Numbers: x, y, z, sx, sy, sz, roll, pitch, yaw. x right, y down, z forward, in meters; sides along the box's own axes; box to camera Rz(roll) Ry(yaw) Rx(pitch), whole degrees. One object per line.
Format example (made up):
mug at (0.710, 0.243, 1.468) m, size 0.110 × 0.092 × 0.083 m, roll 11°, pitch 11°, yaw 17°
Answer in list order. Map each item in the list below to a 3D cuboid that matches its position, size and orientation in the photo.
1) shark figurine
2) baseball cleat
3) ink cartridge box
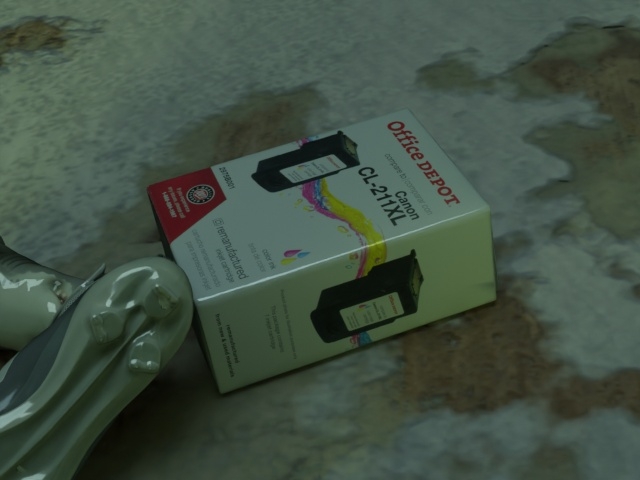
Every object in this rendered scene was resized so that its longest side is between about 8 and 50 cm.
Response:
shark figurine at (-0.235, -0.027, 0.748) m, size 0.166 × 0.278 × 0.116 m, roll -33°, pitch -7°, yaw 16°
baseball cleat at (-0.144, 0.089, 0.621) m, size 0.206 × 0.072 × 0.109 m, roll -42°, pitch 12°, yaw -5°
ink cartridge box at (0.000, 0.000, 0.704) m, size 0.175 × 0.072 × 0.127 m, roll -18°, pitch 38°, yaw -10°
